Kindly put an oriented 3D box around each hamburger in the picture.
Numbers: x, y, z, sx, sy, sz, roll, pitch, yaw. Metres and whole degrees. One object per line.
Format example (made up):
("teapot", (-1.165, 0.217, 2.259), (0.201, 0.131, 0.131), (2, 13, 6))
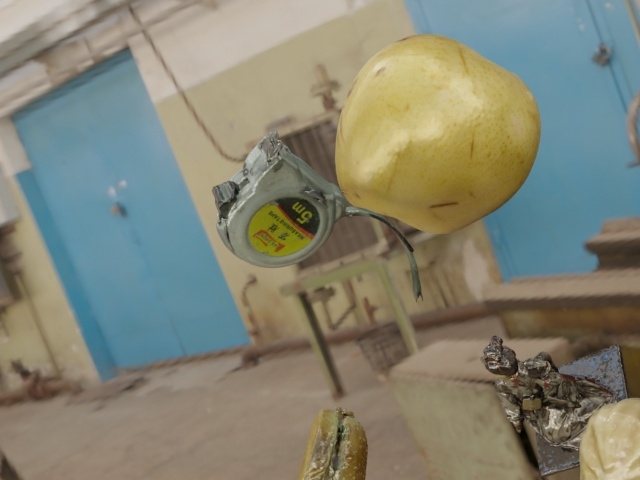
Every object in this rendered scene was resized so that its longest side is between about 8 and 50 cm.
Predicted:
("hamburger", (0.027, 0.407, 1.918), (0.122, 0.215, 0.189), (11, -20, 3))

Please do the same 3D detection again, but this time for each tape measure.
("tape measure", (0.001, -0.001, 1.346), (0.164, 0.330, 0.084), (-36, 42, 17))

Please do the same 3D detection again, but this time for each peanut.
("peanut", (0.336, 0.261, 1.026), (0.120, 0.298, 0.136), (0, 57, 34))

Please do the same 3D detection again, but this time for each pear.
("pear", (0.172, -0.155, 1.587), (0.309, 0.309, 0.309), (-21, 7, 3))

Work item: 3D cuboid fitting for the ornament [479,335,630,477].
("ornament", (0.284, 0.200, 1.387), (0.166, 0.196, 0.153), (-31, 43, 37))
